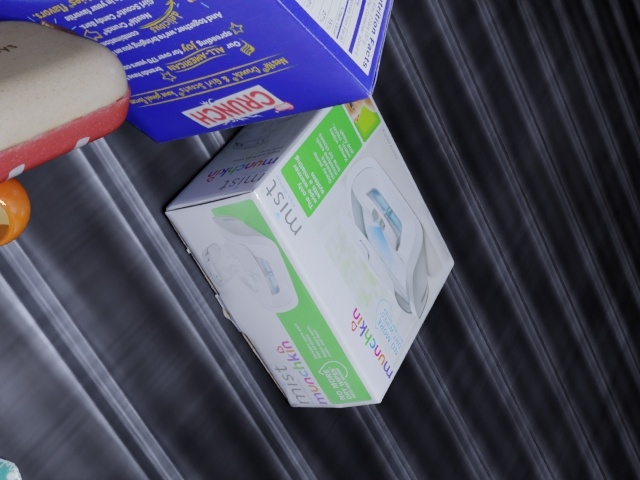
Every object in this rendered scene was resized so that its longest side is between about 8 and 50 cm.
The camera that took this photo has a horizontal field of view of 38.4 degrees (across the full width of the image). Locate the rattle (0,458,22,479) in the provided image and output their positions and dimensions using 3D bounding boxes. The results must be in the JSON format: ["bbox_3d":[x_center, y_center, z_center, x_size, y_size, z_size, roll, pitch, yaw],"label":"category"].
[{"bbox_3d":[-0.192,0.264,0.688,0.130,0.199,0.143,-80,-175,-53],"label":"rattle"}]

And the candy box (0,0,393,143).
[{"bbox_3d":[-0.139,-0.219,0.716,0.317,0.268,0.122,39,58,-40],"label":"candy box"}]

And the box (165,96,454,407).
[{"bbox_3d":[0.000,0.000,0.956,0.262,0.127,0.231,61,41,-24],"label":"box"}]

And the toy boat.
[{"bbox_3d":[-0.250,-0.062,0.675,0.231,0.151,0.151,-37,140,-48],"label":"toy boat"}]
